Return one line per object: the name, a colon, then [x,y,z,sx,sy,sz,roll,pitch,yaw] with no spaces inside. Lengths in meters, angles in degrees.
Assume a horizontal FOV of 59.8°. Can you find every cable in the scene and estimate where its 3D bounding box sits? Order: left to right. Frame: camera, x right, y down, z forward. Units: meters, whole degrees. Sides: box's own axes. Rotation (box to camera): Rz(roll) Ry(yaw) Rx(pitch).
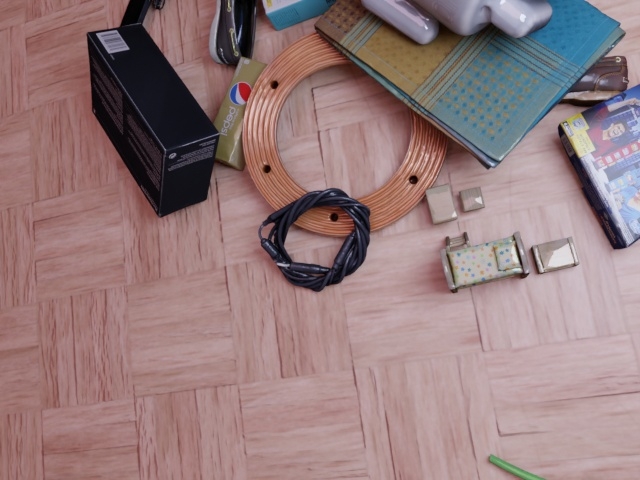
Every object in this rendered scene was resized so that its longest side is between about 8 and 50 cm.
cable: [0.000,0.000,0.871,0.184,0.047,0.151,-27,97,20]

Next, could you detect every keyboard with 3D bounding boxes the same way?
keyboard: [-0.330,-0.480,1.088,0.100,0.038,0.192,19,88,42]

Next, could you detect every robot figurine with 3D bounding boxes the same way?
robot figurine: [0.163,-0.408,0.709,0.353,0.199,0.300,42,128,12]

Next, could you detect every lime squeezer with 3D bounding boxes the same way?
lime squeezer: [0.389,0.314,0.730,0.310,0.059,0.110,-16,78,15]

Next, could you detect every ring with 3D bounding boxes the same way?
ring: [0.037,-0.174,0.900,0.336,0.032,0.337,0,89,11]

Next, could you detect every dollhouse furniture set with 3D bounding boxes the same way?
dollhouse furniture set: [0.257,-0.024,0.797,0.181,0.101,0.161,-15,78,14]

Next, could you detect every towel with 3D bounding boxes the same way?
towel: [0.203,-0.306,0.815,0.271,0.040,0.370,-45,68,-2]

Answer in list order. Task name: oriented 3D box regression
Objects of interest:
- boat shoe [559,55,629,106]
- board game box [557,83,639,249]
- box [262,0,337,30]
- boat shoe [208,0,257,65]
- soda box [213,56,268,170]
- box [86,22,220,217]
boat shoe: [0.340,-0.235,0.820,0.206,0.073,0.073,1,94,7]
board game box: [0.460,-0.115,0.766,0.194,0.060,0.194,-25,82,9]
box: [0.017,-0.458,0.958,0.244,0.060,0.101,-15,78,14]
boat shoe: [-0.141,-0.422,0.970,0.068,0.081,0.228,15,106,26]
soda box: [-0.137,-0.217,0.966,0.058,0.061,0.181,21,88,18]
box: [-0.286,-0.200,0.937,0.103,0.184,0.261,-25,70,-33]
